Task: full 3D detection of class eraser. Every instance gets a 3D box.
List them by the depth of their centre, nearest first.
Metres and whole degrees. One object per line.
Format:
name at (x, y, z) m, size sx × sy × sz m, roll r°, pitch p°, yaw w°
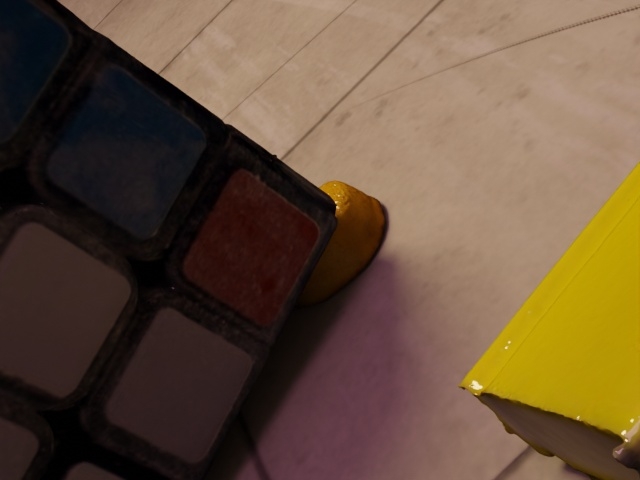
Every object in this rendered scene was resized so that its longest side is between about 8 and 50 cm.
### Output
eraser at (0.181, 0.016, 0.475) m, size 0.226 × 0.069 × 0.158 m, roll -48°, pitch 11°, yaw -11°

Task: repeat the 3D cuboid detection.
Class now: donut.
donut at (0.000, 0.000, 0.797) m, size 0.108 × 0.043 × 0.097 m, roll -50°, pitch 28°, yaw 3°

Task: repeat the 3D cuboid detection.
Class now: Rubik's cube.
Rubik's cube at (-0.266, 0.025, 0.750) m, size 0.359 × 0.362 × 0.363 m, roll 3°, pitch 63°, yaw 56°
